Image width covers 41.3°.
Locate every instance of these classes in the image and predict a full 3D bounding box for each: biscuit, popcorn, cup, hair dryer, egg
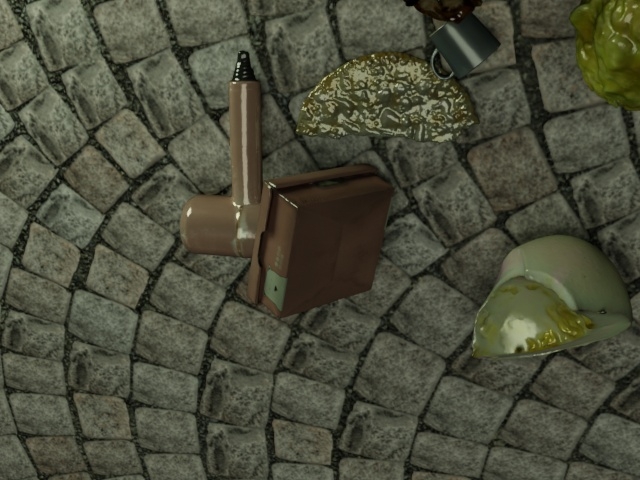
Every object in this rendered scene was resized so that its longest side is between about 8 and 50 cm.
[{"bbox_3d":[0.103,-0.223,1.313,0.289,0.038,0.141,4,116,10],"label":"biscuit"},{"bbox_3d":[0.453,-0.279,1.119,0.251,0.206,0.237,19,108,-32],"label":"popcorn"},{"bbox_3d":[0.200,-0.283,1.239,0.100,0.078,0.077,-39,97,23],"label":"cup"},{"bbox_3d":[-0.135,-0.138,1.396,0.189,0.107,0.345,5,107,14],"label":"hair dryer"},{"bbox_3d":[0.361,0.080,1.332,0.206,0.162,0.271,2,158,-22],"label":"egg"}]

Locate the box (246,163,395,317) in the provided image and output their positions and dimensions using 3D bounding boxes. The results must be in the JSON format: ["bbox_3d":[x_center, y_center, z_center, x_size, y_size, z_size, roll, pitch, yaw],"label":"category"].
[{"bbox_3d":[0.000,0.000,1.348,0.086,0.215,0.215,37,127,40],"label":"box"}]

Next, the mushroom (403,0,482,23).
[{"bbox_3d":[0.190,-0.427,1.102,0.263,0.195,0.283,28,103,8],"label":"mushroom"}]
